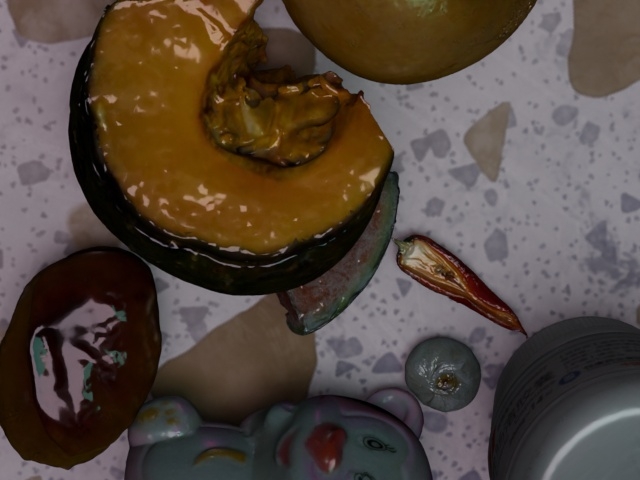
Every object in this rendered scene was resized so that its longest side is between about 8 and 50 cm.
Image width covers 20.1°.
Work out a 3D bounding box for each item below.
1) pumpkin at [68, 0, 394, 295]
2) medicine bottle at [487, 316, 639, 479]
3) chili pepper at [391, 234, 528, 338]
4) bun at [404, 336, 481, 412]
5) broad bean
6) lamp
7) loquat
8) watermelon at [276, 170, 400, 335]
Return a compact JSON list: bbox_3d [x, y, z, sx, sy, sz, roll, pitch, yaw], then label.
[{"bbox_3d":[-0.093,-0.083,1.669,0.256,0.225,0.303,-37,83,-4],"label":"pumpkin"},{"bbox_3d":[0.283,0.208,1.734,0.245,0.306,0.245,0,103,-1],"label":"medicine bottle"},{"bbox_3d":[0.143,0.044,1.833,0.178,0.027,0.045,33,104,-9],"label":"chili pepper"},{"bbox_3d":[0.126,0.138,1.845,0.083,0.045,0.083,0,108,0],"label":"bun"},{"bbox_3d":[-0.238,0.114,1.786,0.156,0.122,0.228,17,101,-5],"label":"broad bean"},{"bbox_3d":[-0.035,0.274,1.806,0.301,0.247,0.247,-4,134,5],"label":"lamp"},{"bbox_3d":[0.085,-0.271,1.642,0.263,0.263,0.263,0,103,-2],"label":"loquat"},{"bbox_3d":[0.000,0.000,1.803,0.139,0.071,0.187,30,85,11],"label":"watermelon"}]
